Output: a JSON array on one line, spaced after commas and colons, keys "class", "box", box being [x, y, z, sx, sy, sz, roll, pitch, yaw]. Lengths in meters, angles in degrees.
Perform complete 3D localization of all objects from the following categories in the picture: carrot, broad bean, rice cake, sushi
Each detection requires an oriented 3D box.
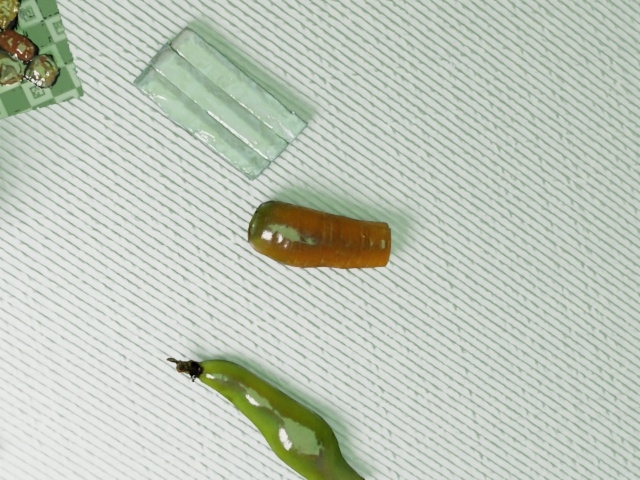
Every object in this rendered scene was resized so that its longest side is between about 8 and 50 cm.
[{"class": "carrot", "box": [0.000, 0.000, 1.475, 0.193, 0.087, 0.087, 13, 91, -12]}, {"class": "broad bean", "box": [-0.069, 0.238, 1.488, 0.325, 0.067, 0.075, 37, 56, -8]}, {"class": "rice cake", "box": [-0.134, -0.182, 1.464, 0.211, 0.038, 0.124, 44, 85, -9]}, {"class": "sushi", "box": [-0.400, -0.265, 1.417, 0.139, 0.031, 0.201, -17, 96, -8]}]
